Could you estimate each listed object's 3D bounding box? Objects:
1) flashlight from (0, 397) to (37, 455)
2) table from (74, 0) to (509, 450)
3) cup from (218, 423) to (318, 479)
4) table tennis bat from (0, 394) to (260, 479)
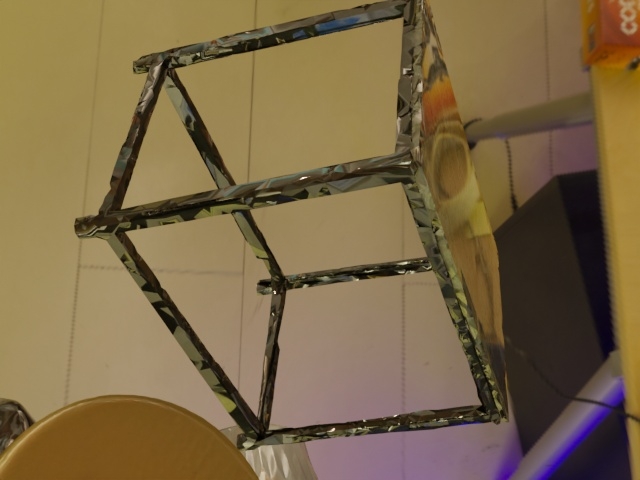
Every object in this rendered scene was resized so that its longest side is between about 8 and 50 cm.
[{"bbox_3d":[-0.152,0.280,0.681,0.103,0.424,0.103,-16,36,12],"label":"flashlight"},{"bbox_3d":[0.000,0.000,0.830,0.272,0.335,0.222,-10,45,16],"label":"table"},{"bbox_3d":[-0.102,0.506,1.490,0.253,0.253,0.372,-5,52,-8],"label":"cup"},{"bbox_3d":[-0.130,0.206,0.479,0.198,0.050,0.321,54,40,-3],"label":"table tennis bat"}]
